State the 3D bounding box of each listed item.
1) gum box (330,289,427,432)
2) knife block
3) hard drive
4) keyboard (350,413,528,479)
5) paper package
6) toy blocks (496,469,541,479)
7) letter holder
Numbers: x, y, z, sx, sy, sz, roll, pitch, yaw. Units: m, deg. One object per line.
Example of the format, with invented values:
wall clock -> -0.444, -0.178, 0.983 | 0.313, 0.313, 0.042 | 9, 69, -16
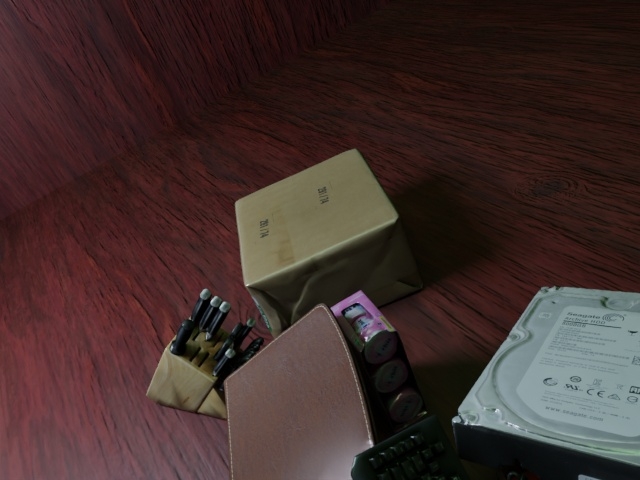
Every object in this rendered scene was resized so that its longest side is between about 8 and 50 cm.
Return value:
gum box -> 0.081, 0.170, 0.830 | 0.062, 0.188, 0.107 | -30, 34, -10
knife block -> -0.212, 0.179, 0.944 | 0.276, 0.242, 0.088 | 1, 39, 32
hard drive -> 0.336, 0.161, 0.698 | 0.237, 0.064, 0.339 | 4, 25, 38
keyboard -> 0.172, 0.317, 0.540 | 0.202, 0.033, 0.317 | -14, 68, -35
paper package -> 0.000, 0.000, 1.136 | 0.310, 0.168, 0.325 | -24, 34, 2
toy blocks -> 0.247, 0.312, 0.657 | 0.148, 0.054, 0.123 | -20, 34, 5
letter holder -> 0.011, 0.255, 0.726 | 0.214, 0.152, 0.302 | -42, 31, 14
